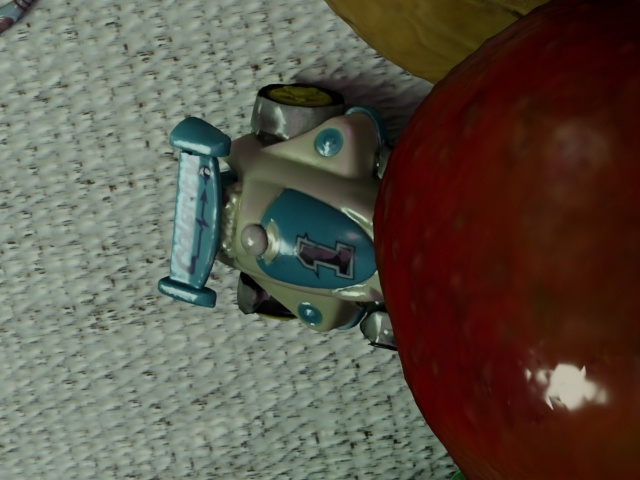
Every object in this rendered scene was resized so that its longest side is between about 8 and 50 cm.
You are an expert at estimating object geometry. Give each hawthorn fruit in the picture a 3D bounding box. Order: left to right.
[{"bbox_3d":[0.159,0.017,0.721,0.265,0.307,0.265,-2,103,-9],"label":"hawthorn fruit"}]

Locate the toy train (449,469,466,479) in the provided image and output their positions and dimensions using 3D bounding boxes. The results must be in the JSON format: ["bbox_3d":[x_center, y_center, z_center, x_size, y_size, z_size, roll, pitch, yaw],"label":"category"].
[{"bbox_3d":[0.133,0.078,0.938,0.119,0.085,0.251,5,112,-1],"label":"toy train"}]

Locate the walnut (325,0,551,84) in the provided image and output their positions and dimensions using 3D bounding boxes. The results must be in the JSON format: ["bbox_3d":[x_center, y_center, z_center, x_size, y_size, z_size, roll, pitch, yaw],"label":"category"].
[{"bbox_3d":[0.057,-0.141,0.842,0.211,0.087,0.167,34,131,-8],"label":"walnut"}]

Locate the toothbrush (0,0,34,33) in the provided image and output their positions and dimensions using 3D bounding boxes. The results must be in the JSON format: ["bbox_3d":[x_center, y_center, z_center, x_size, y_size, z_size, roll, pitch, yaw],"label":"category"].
[{"bbox_3d":[-0.180,-0.111,0.953,0.193,0.019,0.013,-33,143,22],"label":"toothbrush"}]

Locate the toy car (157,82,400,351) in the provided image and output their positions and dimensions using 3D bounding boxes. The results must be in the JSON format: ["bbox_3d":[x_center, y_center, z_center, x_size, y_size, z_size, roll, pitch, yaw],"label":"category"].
[{"bbox_3d":[0.000,0.000,0.895,0.161,0.098,0.126,24,118,36],"label":"toy car"}]
